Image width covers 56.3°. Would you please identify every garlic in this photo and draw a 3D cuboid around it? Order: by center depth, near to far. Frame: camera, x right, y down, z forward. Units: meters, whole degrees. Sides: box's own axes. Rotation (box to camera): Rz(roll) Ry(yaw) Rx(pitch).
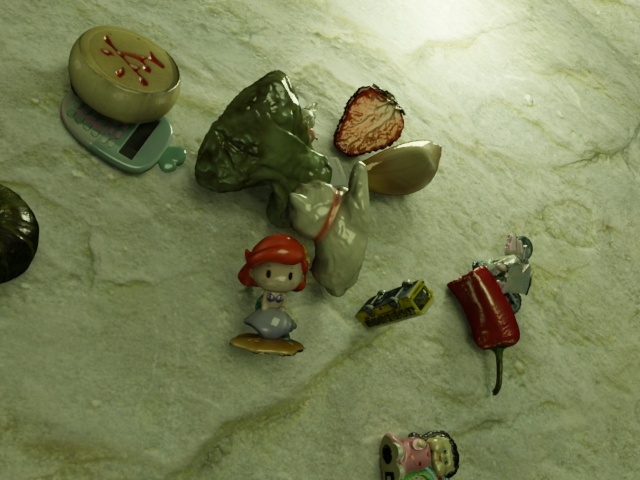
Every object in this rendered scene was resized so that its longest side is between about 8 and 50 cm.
[{"bbox_3d":[0.225,-0.202,1.720,0.318,0.112,0.144,-22,104,-36],"label":"garlic"}]

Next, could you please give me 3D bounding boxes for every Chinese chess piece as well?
[{"bbox_3d":[-0.447,-0.380,1.374,0.249,0.103,0.250,21,43,-20],"label":"Chinese chess piece"}]

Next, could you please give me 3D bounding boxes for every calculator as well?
[{"bbox_3d":[-0.455,-0.254,1.394,0.298,0.041,0.186,32,58,-13],"label":"calculator"}]

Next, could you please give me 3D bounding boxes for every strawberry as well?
[{"bbox_3d":[0.122,-0.334,1.731,0.236,0.111,0.190,-41,104,-12],"label":"strawberry"}]

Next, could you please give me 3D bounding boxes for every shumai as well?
[{"bbox_3d":[-0.096,-0.200,1.407,0.288,0.330,0.292,41,31,3],"label":"shumai"}]

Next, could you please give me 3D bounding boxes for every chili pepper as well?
[{"bbox_3d":[0.487,0.242,1.675,0.131,0.134,0.339,-13,75,-46],"label":"chili pepper"}]

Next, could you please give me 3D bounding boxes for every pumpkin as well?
[{"bbox_3d":[-0.644,-0.008,1.116,0.223,0.157,0.224,20,45,-20],"label":"pumpkin"}]

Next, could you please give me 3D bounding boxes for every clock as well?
[{"bbox_3d":[0.243,0.556,1.428,0.195,0.100,0.194,4,72,-26],"label":"clock"}]

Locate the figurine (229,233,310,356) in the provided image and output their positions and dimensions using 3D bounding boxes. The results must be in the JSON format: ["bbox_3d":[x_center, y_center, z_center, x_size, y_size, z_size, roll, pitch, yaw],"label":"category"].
[{"bbox_3d":[-0.110,0.110,1.337,0.208,0.180,0.257,5,94,-70],"label":"figurine"}]

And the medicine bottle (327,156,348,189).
[{"bbox_3d":[0.002,-0.118,1.595,0.171,0.052,0.201,-9,73,-32],"label":"medicine bottle"}]

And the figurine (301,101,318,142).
[{"bbox_3d":[-0.051,-0.312,1.644,0.146,0.081,0.098,-42,137,-40],"label":"figurine"}]

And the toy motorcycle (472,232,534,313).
[{"bbox_3d":[0.542,0.081,1.785,0.203,0.108,0.239,22,60,-21],"label":"toy motorcycle"}]

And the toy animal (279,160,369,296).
[{"bbox_3d":[0.000,0.000,1.400,0.187,0.308,0.267,-8,75,-23],"label":"toy animal"}]

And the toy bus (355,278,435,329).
[{"bbox_3d":[0.176,0.161,1.472,0.074,0.226,0.081,51,53,-6],"label":"toy bus"}]
